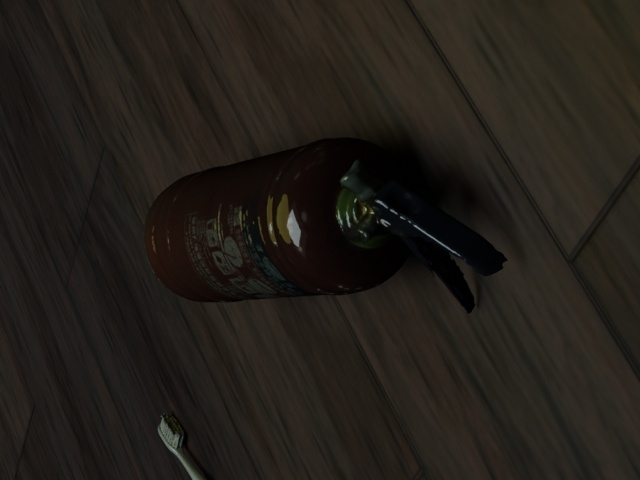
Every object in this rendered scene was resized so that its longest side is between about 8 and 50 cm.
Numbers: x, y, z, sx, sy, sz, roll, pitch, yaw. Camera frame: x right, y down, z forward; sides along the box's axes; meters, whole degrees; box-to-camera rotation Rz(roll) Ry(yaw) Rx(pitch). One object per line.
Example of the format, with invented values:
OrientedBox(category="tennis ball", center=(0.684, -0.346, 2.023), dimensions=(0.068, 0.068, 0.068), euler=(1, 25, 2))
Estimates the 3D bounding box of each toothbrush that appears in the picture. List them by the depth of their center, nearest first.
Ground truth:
OrientedBox(category="toothbrush", center=(-0.088, 0.242, 1.367), dimensions=(0.257, 0.018, 0.024), euler=(51, 136, 42))

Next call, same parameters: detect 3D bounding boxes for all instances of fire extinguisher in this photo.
OrientedBox(category="fire extinguisher", center=(0.000, 0.000, 1.028), dimensions=(0.138, 0.102, 0.344), euler=(49, 157, -17))
